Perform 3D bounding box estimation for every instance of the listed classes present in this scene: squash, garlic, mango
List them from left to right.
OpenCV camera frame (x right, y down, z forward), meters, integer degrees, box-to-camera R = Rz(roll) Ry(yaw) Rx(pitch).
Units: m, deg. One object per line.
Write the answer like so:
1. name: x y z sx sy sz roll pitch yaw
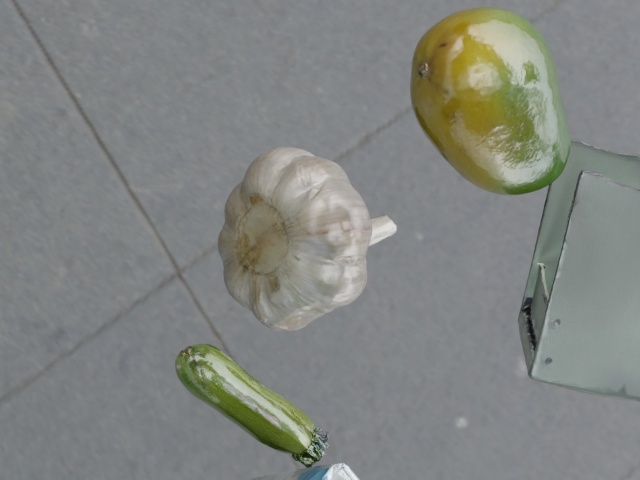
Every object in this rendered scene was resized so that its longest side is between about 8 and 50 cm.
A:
1. squash: -0.064 0.152 1.228 0.183 0.052 0.052 37 85 -27
2. garlic: 0.000 0.000 1.586 0.212 0.219 0.218 -3 108 -44
3. mango: 0.183 -0.139 1.390 0.156 0.114 0.251 -47 138 -11

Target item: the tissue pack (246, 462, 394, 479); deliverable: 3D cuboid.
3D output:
1. tissue pack: 0.005 0.282 1.209 0.145 0.229 0.159 -40 95 -27

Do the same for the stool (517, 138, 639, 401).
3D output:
1. stool: 0.357 0.033 1.627 0.170 0.243 0.269 11 104 2
